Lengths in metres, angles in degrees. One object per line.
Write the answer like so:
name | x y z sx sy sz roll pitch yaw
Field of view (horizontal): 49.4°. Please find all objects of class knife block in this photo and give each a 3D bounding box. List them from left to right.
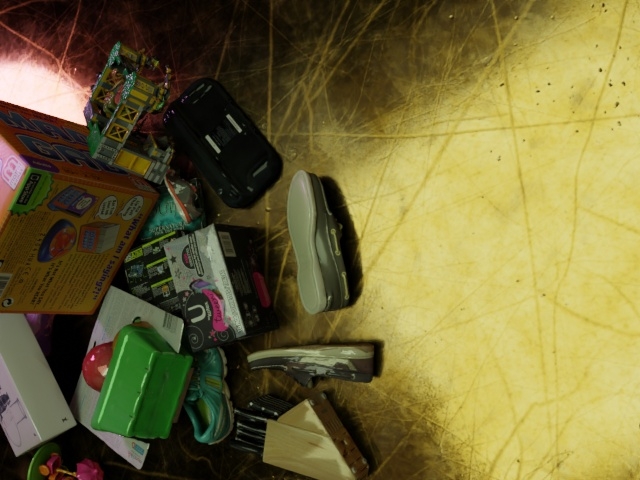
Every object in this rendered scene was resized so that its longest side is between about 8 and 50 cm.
knife block | -0.065 0.447 1.495 0.242 0.088 0.275 -39 75 19

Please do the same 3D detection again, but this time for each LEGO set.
LEGO set | -0.395 -0.282 1.566 0.254 0.192 0.331 -61 35 10

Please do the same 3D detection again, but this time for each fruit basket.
fruit basket | -0.436 0.294 1.571 0.353 0.166 0.326 13 85 51

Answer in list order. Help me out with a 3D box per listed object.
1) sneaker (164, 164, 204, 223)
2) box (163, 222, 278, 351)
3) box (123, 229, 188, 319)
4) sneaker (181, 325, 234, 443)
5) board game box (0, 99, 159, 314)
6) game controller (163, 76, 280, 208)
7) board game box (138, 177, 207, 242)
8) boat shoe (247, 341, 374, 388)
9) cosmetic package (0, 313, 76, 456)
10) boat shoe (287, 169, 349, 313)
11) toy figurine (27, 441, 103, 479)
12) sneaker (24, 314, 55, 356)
sneaker | -0.316 -0.115 1.613 0.065 0.061 0.157 -25 79 -7
box | -0.220 0.103 1.527 0.142 0.163 0.247 -22 80 20
box | -0.371 0.089 1.633 0.191 0.045 0.184 -22 76 29
sneaker | -0.269 0.322 1.574 0.107 0.110 0.275 -22 80 22
board game box | -0.673 -0.076 1.599 0.356 0.356 0.356 39 104 29
game controller | -0.231 -0.229 1.604 0.166 0.067 0.319 -40 74 3
board game box | -0.361 -0.071 1.667 0.186 0.026 0.126 -11 85 23
boat shoe | -0.023 0.267 1.474 0.286 0.103 0.092 -7 82 17
cosmetic package | -0.753 0.325 1.705 0.284 0.097 0.377 -34 82 48
boat shoe | -0.002 0.001 1.475 0.109 0.091 0.304 -19 77 60
toy figurine | -0.616 0.599 1.731 0.159 0.130 0.173 6 113 14
sneaker | -0.711 0.181 1.783 0.105 0.095 0.236 -6 86 16
